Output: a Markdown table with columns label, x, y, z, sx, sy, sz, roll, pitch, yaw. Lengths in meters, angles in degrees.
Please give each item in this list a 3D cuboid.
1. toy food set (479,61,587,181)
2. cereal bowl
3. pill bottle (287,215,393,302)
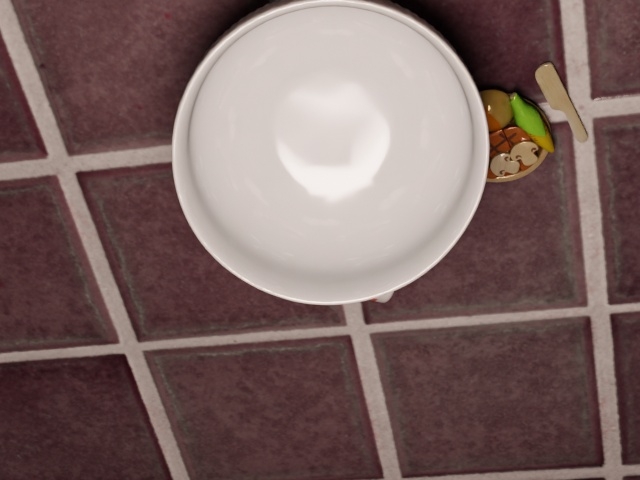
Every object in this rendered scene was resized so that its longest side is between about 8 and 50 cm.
| label | x | y | z | sx | sy | sz | roll | pitch | yaw |
| --- | --- | --- | --- | --- | --- | --- | --- | --- | --- |
| toy food set | 0.197 | -0.114 | 1.561 | 0.192 | 0.038 | 0.132 | -22 | 124 | 23 |
| cereal bowl | 0.010 | -0.110 | 1.493 | 0.339 | 0.141 | 0.339 | 0 | 111 | -1 |
| pill bottle | 0.000 | 0.000 | 1.632 | 0.193 | 0.108 | 0.108 | 15 | 129 | -6 |
